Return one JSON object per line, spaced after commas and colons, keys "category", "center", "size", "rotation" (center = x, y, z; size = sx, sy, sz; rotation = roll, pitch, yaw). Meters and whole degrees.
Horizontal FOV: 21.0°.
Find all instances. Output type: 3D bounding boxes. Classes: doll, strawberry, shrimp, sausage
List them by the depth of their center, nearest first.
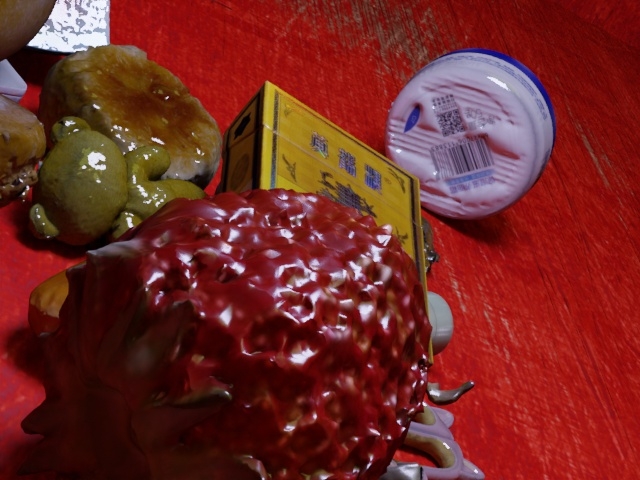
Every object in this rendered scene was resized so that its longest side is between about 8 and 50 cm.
{"category": "strawberry", "center": [-0.029, 0.093, 1.265], "size": [0.343, 0.292, 0.292], "rotation": [-20, 54, -39]}
{"category": "sausage", "center": [-0.161, 0.052, 1.471], "size": [0.098, 0.098, 0.238], "rotation": [39, 21, 15]}
{"category": "doll", "center": [-0.184, -0.028, 1.624], "size": [0.209, 0.097, 0.137], "rotation": [25, 59, -37]}
{"category": "shrimp", "center": [0.081, -0.018, 2.018], "size": [0.124, 0.034, 0.178], "rotation": [25, 22, -11]}

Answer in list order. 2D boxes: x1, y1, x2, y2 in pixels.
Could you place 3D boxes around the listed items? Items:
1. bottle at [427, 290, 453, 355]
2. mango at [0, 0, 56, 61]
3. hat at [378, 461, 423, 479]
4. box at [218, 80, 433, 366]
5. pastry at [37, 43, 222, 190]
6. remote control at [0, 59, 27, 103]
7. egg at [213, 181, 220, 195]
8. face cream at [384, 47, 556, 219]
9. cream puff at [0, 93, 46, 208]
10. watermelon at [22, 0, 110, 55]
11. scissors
{"category": "bottle", "center": [0.049, 0.085, 1.709], "size": [0.201, 0.072, 0.072], "rotation": [2, 38, -52]}
{"category": "mango", "center": [-0.354, -0.256, 1.594], "size": [0.384, 0.199, 0.221], "rotation": [-71, 147, -67]}
{"category": "hat", "center": [-0.006, 0.220, 1.378], "size": [0.175, 0.085, 0.147], "rotation": [22, 31, 37]}
{"category": "box", "center": [0.000, 0.000, 1.593], "size": [0.193, 0.084, 0.301], "rotation": [33, 29, -20]}
{"category": "pastry", "center": [-0.196, -0.110, 1.749], "size": [0.182, 0.093, 0.192], "rotation": [-8, 53, -52]}
{"category": "remote control", "center": [-0.407, -0.180, 1.691], "size": [0.250, 0.034, 0.103], "rotation": [6, 34, -48]}
{"category": "egg", "center": [-0.055, -0.034, 1.771], "size": [0.103, 0.103, 0.135], "rotation": [41, 19, 18]}
{"category": "face cream", "center": [0.185, -0.131, 2.162], "size": [0.206, 0.206, 0.111], "rotation": [36, 26, 6]}
{"category": "cream puff", "center": [-0.321, -0.080, 1.493], "size": [0.165, 0.115, 0.150], "rotation": [26, 14, 7]}
{"category": "watermelon", "center": [-0.317, -0.314, 1.852], "size": [0.289, 0.213, 0.320], "rotation": [44, 13, 20]}
{"category": "scissors", "center": [0.011, 0.156, 1.576], "size": [0.317, 0.024, 0.160], "rotation": [19, 28, -31]}
